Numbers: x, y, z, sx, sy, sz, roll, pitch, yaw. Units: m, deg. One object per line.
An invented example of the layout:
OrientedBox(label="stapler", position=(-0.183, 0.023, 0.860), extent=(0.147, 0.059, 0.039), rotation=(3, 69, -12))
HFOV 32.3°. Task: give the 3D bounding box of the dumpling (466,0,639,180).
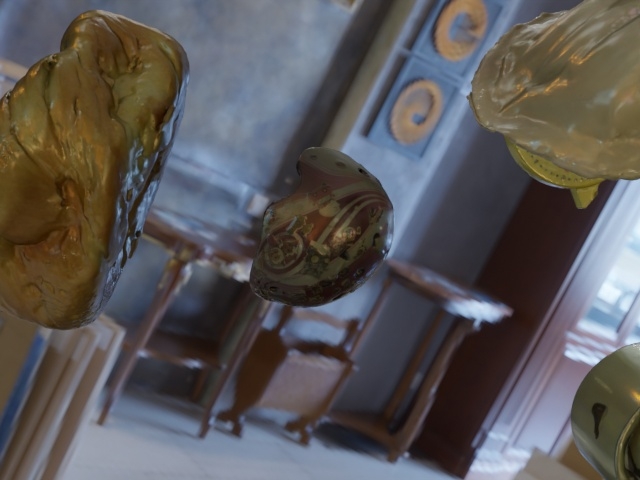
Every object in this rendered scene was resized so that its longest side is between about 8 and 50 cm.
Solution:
OrientedBox(label="dumpling", position=(0.348, -0.210, 1.438), extent=(0.316, 0.233, 0.395), rotation=(-8, 42, -4))

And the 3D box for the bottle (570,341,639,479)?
OrientedBox(label="bottle", position=(0.468, 0.274, 1.388), extent=(0.229, 0.229, 0.351), rotation=(25, 10, -15))

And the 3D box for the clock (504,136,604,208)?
OrientedBox(label="clock", position=(0.488, -0.235, 2.108), extent=(0.293, 0.277, 0.071), rotation=(37, -6, -11))

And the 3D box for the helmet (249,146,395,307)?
OrientedBox(label="helmet", position=(0.016, 0.000, 1.164), extent=(0.107, 0.177, 0.153), rotation=(24, -12, 25))

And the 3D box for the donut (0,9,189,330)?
OrientedBox(label="donut", position=(-0.259, -0.074, 1.193), extent=(0.170, 0.360, 0.360), rotation=(21, 9, -4))
